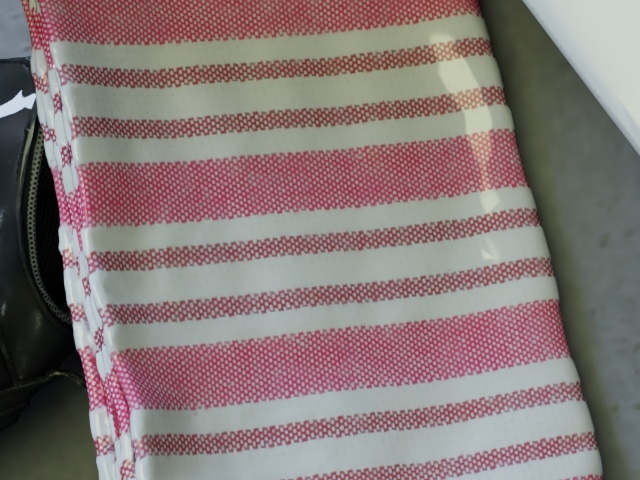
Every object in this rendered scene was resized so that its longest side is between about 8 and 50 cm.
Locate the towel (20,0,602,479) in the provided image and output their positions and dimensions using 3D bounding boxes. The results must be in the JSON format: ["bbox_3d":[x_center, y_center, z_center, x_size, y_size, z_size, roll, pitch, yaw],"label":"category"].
[{"bbox_3d":[0.000,0.000,0.544,0.144,0.029,0.197,-7,78,-23],"label":"towel"}]

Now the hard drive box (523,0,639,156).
[{"bbox_3d":[0.109,-0.149,0.536,0.181,0.089,0.232,-39,73,12],"label":"hard drive box"}]

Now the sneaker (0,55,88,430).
[{"bbox_3d":[-0.145,-0.050,0.609,0.153,0.101,0.268,-23,82,15],"label":"sneaker"}]
